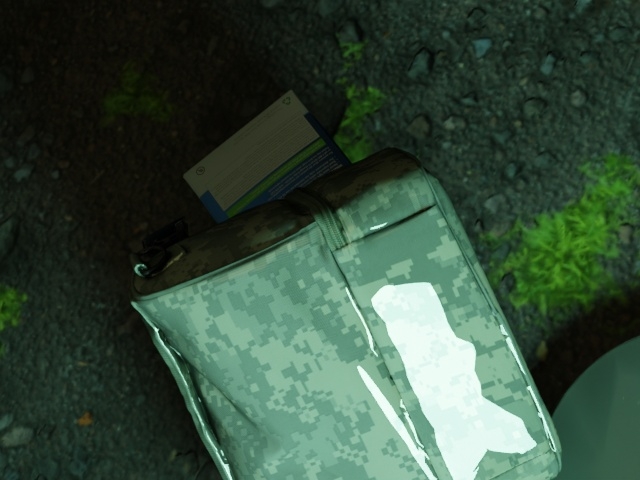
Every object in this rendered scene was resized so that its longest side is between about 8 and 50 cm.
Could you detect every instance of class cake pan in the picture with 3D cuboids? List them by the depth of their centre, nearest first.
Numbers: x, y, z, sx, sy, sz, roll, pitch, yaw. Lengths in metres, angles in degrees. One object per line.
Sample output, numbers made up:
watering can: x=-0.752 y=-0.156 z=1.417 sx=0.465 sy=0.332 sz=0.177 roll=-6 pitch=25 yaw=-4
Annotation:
cake pan: x=0.306 y=0.194 z=1.590 sx=0.293 sy=0.054 sz=0.293 roll=-8 pitch=64 yaw=17

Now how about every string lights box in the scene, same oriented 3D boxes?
string lights box: x=0.000 y=0.000 z=1.785 sx=0.133 sy=0.077 sz=0.260 roll=-38 pitch=59 yaw=2

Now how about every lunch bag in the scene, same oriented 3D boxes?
lunch bag: x=0.012 y=0.099 z=1.578 sx=0.256 sy=0.212 sz=0.305 roll=-26 pitch=103 yaw=-7
